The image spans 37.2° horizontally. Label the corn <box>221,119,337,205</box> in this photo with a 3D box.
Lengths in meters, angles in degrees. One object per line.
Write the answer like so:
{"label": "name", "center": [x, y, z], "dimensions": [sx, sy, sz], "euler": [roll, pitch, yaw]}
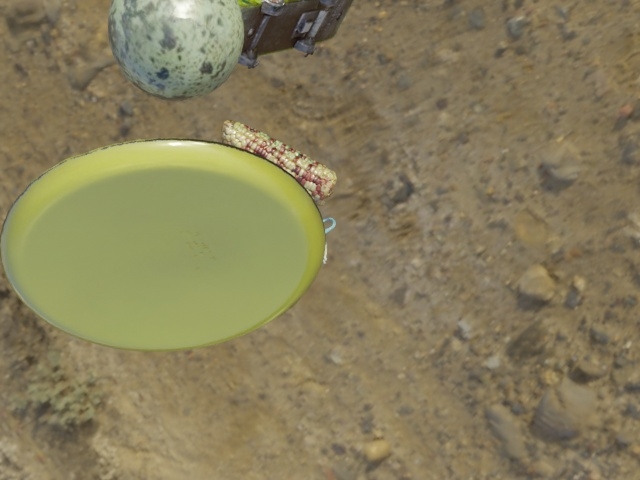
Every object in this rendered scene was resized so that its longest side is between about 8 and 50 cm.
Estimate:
{"label": "corn", "center": [-0.088, -0.153, 1.870], "dimensions": [0.253, 0.086, 0.086], "euler": [28, 129, -5]}

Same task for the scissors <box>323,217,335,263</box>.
{"label": "scissors", "center": [0.000, 0.000, 1.355], "dimensions": [0.058, 0.119, 0.014], "euler": [-20, 118, 2]}

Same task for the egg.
{"label": "egg", "center": [-0.143, -0.216, 0.942], "dimensions": [0.132, 0.132, 0.172], "euler": [-51, 37, 40]}

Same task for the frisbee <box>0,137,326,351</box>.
{"label": "frisbee", "center": [-0.111, 0.015, 0.692], "dimensions": [0.236, 0.236, 0.017], "euler": [-55, 33, 40]}

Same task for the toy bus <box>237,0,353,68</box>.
{"label": "toy bus", "center": [-0.077, -0.326, 1.310], "dimensions": [0.139, 0.302, 0.113], "euler": [43, 124, 15]}
